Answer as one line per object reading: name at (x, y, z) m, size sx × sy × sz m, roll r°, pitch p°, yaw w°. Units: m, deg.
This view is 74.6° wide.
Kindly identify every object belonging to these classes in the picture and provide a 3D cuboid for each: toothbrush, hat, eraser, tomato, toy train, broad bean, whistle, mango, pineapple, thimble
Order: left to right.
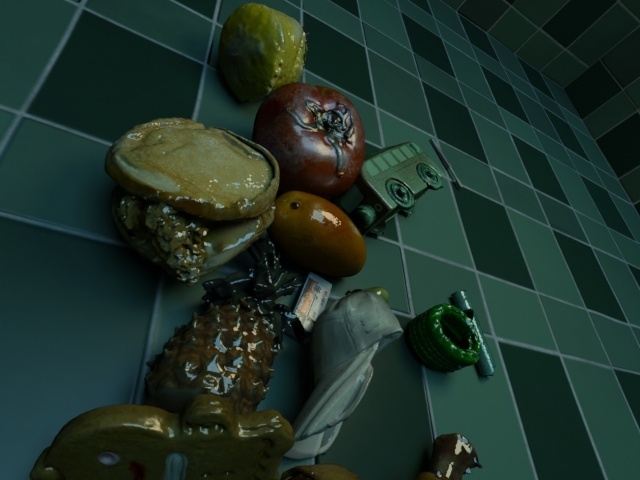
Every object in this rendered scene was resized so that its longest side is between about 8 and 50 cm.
pineapple at (-0.102, 0.120, 0.585) m, size 0.170 × 0.141 × 0.310 m, roll 36°, pitch 37°, yaw -9°
tomato at (-0.030, -0.183, 0.814) m, size 0.231 × 0.188 × 0.232 m, roll 9°, pitch 69°, yaw -23°
eraser at (-0.020, 0.113, 0.716) m, size 0.052 × 0.029 × 0.122 m, roll 34°, pitch 45°, yaw -12°
mango at (0.000, 0.005, 0.736) m, size 0.217 × 0.141 × 0.102 m, roll 38°, pitch 31°, yaw -37°
hat at (0.006, 0.186, 0.603) m, size 0.226 × 0.219 × 0.164 m, roll -27°, pitch 61°, yaw -27°
broad bean at (0.095, 0.119, 0.791) m, size 0.063 × 0.045 × 0.083 m, roll 50°, pitch 50°, yaw -12°
toy train at (0.155, -0.121, 0.951) m, size 0.159 × 0.129 × 0.326 m, roll 49°, pitch 43°, yaw 9°
thimble at (0.241, 0.189, 0.814) m, size 0.130 × 0.090 × 0.118 m, roll 51°, pitch 42°, yaw 5°
toothbrush at (0.384, -0.236, 1.286) m, size 0.014 × 0.017 × 0.194 m, roll -4°, pitch 62°, yaw -37°
whistle at (0.333, 0.200, 0.914) m, size 0.039 × 0.039 × 0.186 m, roll 7°, pitch 56°, yaw -33°

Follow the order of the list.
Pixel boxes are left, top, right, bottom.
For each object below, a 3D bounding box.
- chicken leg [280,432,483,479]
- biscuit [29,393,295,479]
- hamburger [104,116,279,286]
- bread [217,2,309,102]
chicken leg at (0.090, 0.368, 0.535) m, size 0.295 × 0.182 × 0.409 m, roll 38°, pitch 38°, yaw 15°
biscuit at (-0.155, 0.227, 0.432) m, size 0.248 × 0.184 × 0.035 m, roll 11°, pitch 30°, yaw -18°
hamburger at (-0.183, -0.071, 0.625) m, size 0.243 × 0.146 × 0.286 m, roll 0°, pitch 44°, yaw -20°
bread at (-0.123, -0.402, 0.912) m, size 0.197 × 0.197 × 0.170 m, roll 54°, pitch 37°, yaw 9°
